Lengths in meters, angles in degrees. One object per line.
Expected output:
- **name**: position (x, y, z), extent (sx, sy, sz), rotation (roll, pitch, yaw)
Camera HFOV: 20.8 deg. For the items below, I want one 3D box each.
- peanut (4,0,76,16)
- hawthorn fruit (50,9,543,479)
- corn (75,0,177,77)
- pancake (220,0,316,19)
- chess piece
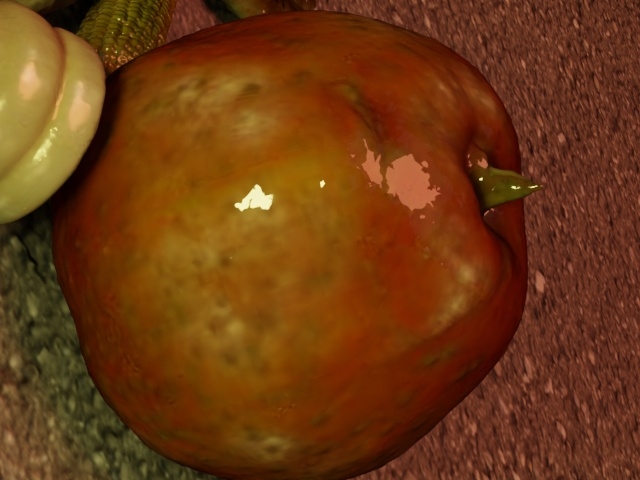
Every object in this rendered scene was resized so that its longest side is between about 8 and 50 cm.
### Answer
- **peanut**: position (-0.226, -0.249, 1.520), extent (0.228, 0.104, 0.085), rotation (-52, 138, -64)
- **hawthorn fruit**: position (0.000, 0.000, 1.403), extent (0.403, 0.403, 0.403), rotation (42, 35, -39)
- **corn**: position (-0.177, -0.195, 1.589), extent (0.080, 0.080, 0.238), rotation (50, 31, -29)
- **pancake**: position (-0.113, -0.387, 1.881), extent (0.427, 0.067, 0.305), rotation (63, 25, -2)
- **chess piece**: position (-0.310, -0.149, 1.236), extent (0.299, 0.167, 0.167), rotation (36, 39, -38)
